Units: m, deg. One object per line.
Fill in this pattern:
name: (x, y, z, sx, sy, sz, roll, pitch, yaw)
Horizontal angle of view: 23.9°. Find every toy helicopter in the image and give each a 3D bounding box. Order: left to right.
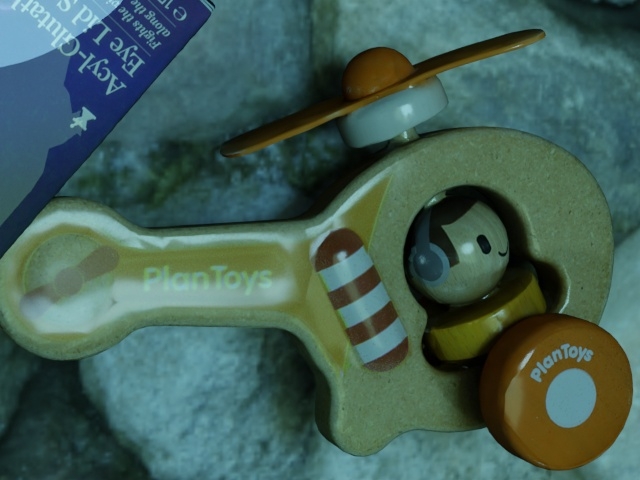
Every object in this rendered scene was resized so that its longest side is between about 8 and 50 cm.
toy helicopter: (0.000, 0.000, 0.807, 0.355, 0.140, 0.235, 0, 98, -22)

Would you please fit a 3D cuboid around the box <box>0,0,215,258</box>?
box: (-0.182, -0.088, 0.720, 0.153, 0.108, 0.207, 42, 81, -25)
